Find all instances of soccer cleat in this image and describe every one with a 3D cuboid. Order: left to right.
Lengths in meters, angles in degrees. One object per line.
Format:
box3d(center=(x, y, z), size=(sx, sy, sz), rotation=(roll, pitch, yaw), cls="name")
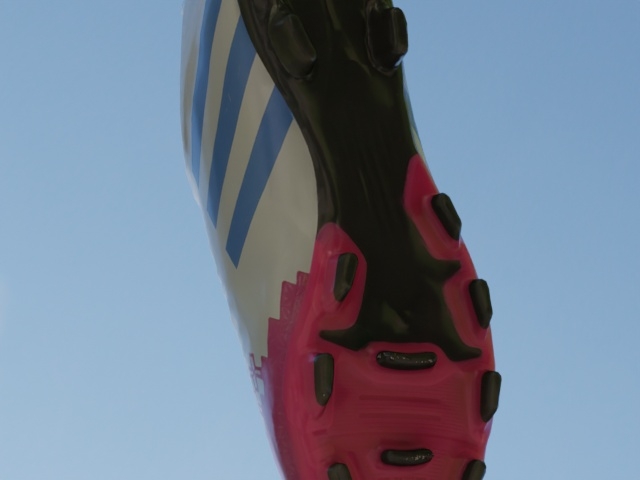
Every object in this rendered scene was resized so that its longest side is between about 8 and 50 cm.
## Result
box3d(center=(0.000, 0.000, 0.823), size=(0.143, 0.116, 0.331), rotation=(-28, -112, 60), cls="soccer cleat")
